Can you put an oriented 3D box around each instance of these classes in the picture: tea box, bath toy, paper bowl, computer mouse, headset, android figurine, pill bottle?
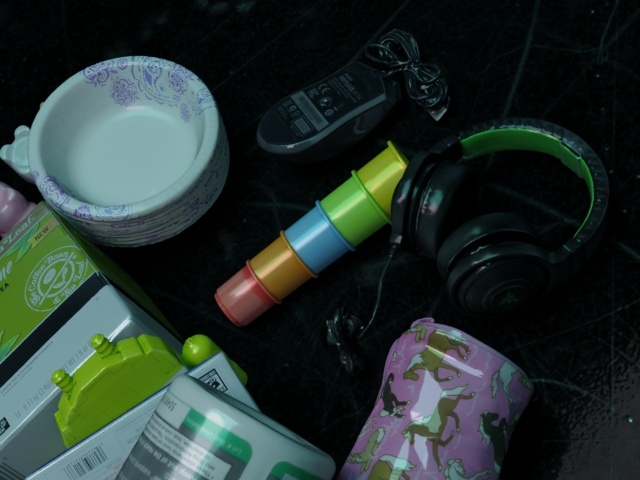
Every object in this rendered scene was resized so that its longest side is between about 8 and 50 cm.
[{"bbox_3d":[-0.365,0.185,1.711,0.329,0.220,0.323,-45,43,-3],"label":"tea box"},{"bbox_3d":[-0.464,-0.048,2.006,0.151,0.129,0.348,36,82,23],"label":"bath toy"},{"bbox_3d":[-0.274,-0.118,1.885,0.284,0.148,0.284,-3,59,5],"label":"paper bowl"},{"bbox_3d":[0.042,-0.180,1.824,0.272,0.072,0.188,-27,46,-2],"label":"computer mouse"},{"bbox_3d":[0.176,0.012,1.582,0.394,0.185,0.243,-34,53,-13],"label":"headset"},{"bbox_3d":[-0.209,0.220,1.562,0.248,0.273,0.056,-44,32,0],"label":"android figurine"},{"bbox_3d":[-0.154,0.342,1.353,0.204,0.204,0.361,26,83,41],"label":"pill bottle"}]

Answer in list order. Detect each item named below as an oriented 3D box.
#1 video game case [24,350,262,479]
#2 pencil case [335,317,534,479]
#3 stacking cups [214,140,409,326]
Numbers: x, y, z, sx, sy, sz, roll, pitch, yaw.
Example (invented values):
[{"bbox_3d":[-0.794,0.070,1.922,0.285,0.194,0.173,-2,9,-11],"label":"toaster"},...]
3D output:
[{"bbox_3d":[-0.162,0.302,1.488,0.269,0.061,0.244,-32,90,-7],"label":"video game case"},{"bbox_3d":[0.092,0.281,1.411,0.160,0.167,0.386,-2,55,58],"label":"pencil case"},{"bbox_3d":[0.000,0.000,1.719,0.316,0.096,0.096,-39,47,10],"label":"stacking cups"}]
